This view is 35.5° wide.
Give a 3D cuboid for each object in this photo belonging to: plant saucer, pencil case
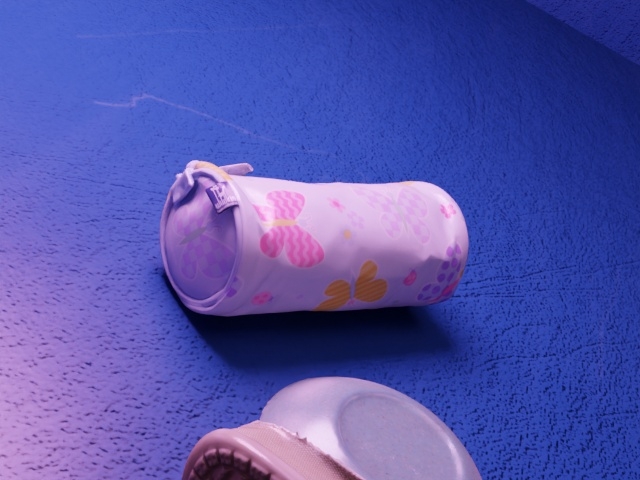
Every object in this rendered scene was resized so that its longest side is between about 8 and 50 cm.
[{"bbox_3d":[0.050,0.159,0.721,0.195,0.037,0.195,23,31,-14],"label":"plant saucer"},{"bbox_3d":[0.000,0.000,0.843,0.273,0.113,0.124,3,44,-40],"label":"pencil case"}]

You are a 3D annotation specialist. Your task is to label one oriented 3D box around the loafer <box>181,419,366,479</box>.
[{"bbox_3d":[0.035,0.198,0.594,0.268,0.102,0.092,40,28,-1],"label":"loafer"}]
